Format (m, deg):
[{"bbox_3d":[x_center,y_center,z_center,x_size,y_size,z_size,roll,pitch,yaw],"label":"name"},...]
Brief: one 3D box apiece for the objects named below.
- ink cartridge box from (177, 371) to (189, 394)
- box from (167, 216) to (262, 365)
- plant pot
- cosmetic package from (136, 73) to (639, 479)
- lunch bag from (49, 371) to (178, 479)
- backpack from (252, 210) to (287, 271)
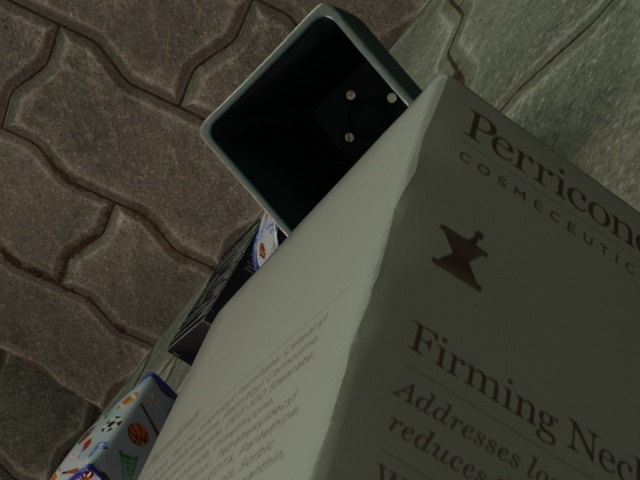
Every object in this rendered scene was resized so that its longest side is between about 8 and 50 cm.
[{"bbox_3d":[-0.238,0.327,2.024,0.060,0.104,0.180,-61,13,-29],"label":"ink cartridge box"},{"bbox_3d":[-0.166,0.143,2.041,0.294,0.183,0.296,-60,11,-28],"label":"box"},{"bbox_3d":[0.037,-0.156,1.263,0.248,0.247,0.252,-41,-1,22],"label":"plant pot"},{"bbox_3d":[0.074,0.185,0.571,0.327,0.329,0.393,-47,15,41],"label":"cosmetic package"},{"bbox_3d":[-0.458,0.530,1.973,0.385,0.239,0.328,-38,10,29],"label":"lunch bag"},{"bbox_3d":[0.000,0.000,1.616,0.213,0.277,0.263,-50,18,49],"label":"backpack"}]
